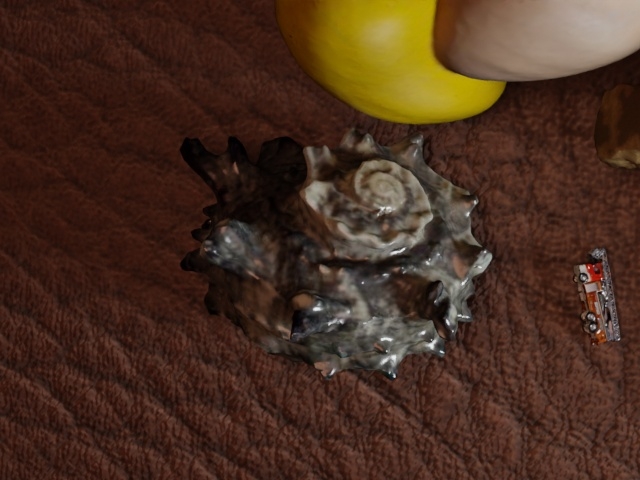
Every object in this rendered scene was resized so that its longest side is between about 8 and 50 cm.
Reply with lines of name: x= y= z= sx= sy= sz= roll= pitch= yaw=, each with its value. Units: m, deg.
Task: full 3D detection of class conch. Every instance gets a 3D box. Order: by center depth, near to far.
conch: x=0.008 y=-0.004 z=1.297 sx=0.313 sy=0.186 sz=0.241 roll=18 pitch=68 yaw=35

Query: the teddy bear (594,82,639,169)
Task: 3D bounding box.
teddy bear: x=0.390 y=-0.138 z=1.194 sx=0.296 sy=0.222 sz=0.246 roll=17 pitch=105 yaw=60

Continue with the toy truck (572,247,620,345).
toy truck: x=0.239 y=0.049 z=1.293 sx=0.032 sy=0.024 sz=0.083 roll=-12 pitch=88 yaw=-5

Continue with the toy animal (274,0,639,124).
toy animal: x=0.101 y=-0.249 z=1.191 sx=0.345 sy=0.277 sz=0.247 roll=-17 pitch=67 yaw=49
